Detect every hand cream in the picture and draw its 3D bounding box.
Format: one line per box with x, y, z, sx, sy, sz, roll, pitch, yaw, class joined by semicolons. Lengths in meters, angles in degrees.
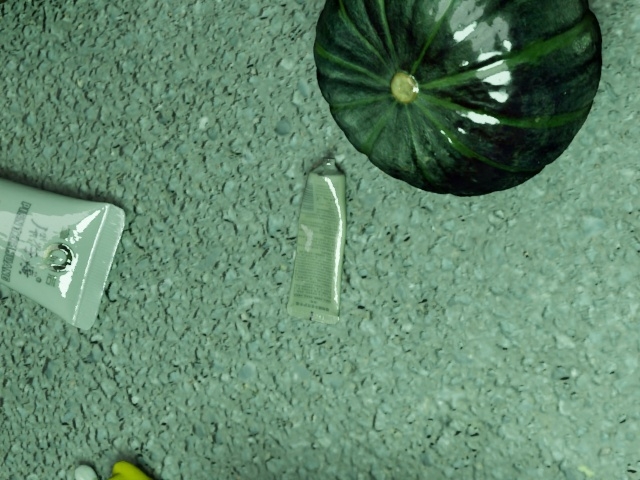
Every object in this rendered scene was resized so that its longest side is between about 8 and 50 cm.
0.000;0.000;1.128;0.057;0.037;0.165;10;102;21;hand cream
-0.363;-0.014;1.248;0.314;0.089;0.140;18;99;13;hand cream

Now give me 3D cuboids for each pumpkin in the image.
0.119;-0.161;0.987;0.250;0.216;0.250;10;126;13;pumpkin

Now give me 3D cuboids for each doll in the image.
-0.212;0.284;1.202;0.135;0.071;0.113;36;122;24;doll

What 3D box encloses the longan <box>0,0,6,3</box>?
-0.415;-0.403;1.111;0.391;0.391;0.391;0;91;22;longan
